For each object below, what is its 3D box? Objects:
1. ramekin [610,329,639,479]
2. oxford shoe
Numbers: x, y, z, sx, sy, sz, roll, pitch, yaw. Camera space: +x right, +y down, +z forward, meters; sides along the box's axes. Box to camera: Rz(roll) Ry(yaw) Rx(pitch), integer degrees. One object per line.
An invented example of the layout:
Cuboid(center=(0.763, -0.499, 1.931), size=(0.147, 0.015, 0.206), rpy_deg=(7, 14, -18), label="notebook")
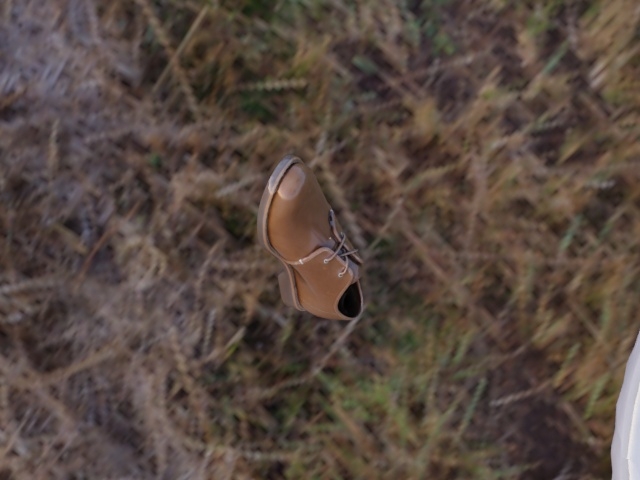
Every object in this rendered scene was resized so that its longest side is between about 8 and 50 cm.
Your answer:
Cuboid(center=(0.220, 0.078, 0.596), size=(0.127, 0.273, 0.273), rpy_deg=(12, 54, -53), label="ramekin")
Cuboid(center=(0.000, 0.000, 1.528), size=(0.076, 0.212, 0.076), rpy_deg=(23, 68, 24), label="oxford shoe")
